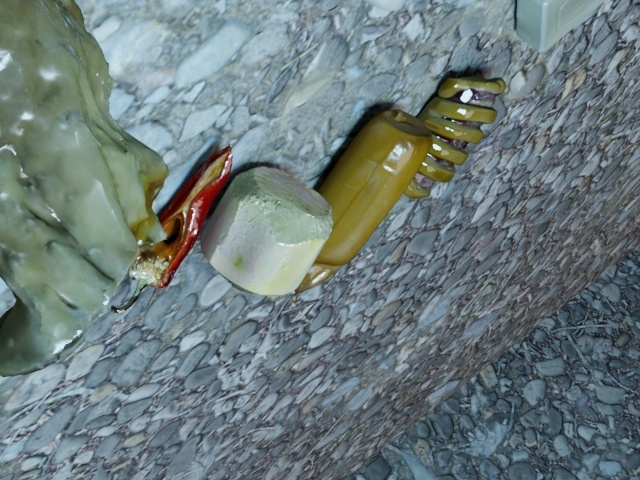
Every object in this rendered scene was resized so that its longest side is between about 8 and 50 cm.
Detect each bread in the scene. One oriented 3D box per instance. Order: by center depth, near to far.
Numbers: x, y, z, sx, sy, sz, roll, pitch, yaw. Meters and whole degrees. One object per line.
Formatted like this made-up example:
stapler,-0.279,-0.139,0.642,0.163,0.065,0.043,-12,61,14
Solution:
bread,0.194,-0.161,1.445,0.225,0.081,0.134,-53,154,22

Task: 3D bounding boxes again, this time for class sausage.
sausage,0.040,-0.044,1.357,0.112,0.112,0.328,-8,138,-55

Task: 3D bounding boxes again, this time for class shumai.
shumai,-0.237,-0.047,0.696,0.267,0.262,0.314,-23,148,-42

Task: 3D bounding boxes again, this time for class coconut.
coconut,-0.072,-0.003,1.192,0.147,0.147,0.152,-6,135,-56

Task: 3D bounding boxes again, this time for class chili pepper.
chili pepper,-0.175,-0.013,1.132,0.268,0.059,0.050,-56,-167,19

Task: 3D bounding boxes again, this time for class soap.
soap,0.370,-0.378,1.391,0.183,0.064,0.121,-41,155,-9

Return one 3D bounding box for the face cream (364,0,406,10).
face cream,0.112,-0.367,0.957,0.082,0.082,0.269,-14,142,-50
